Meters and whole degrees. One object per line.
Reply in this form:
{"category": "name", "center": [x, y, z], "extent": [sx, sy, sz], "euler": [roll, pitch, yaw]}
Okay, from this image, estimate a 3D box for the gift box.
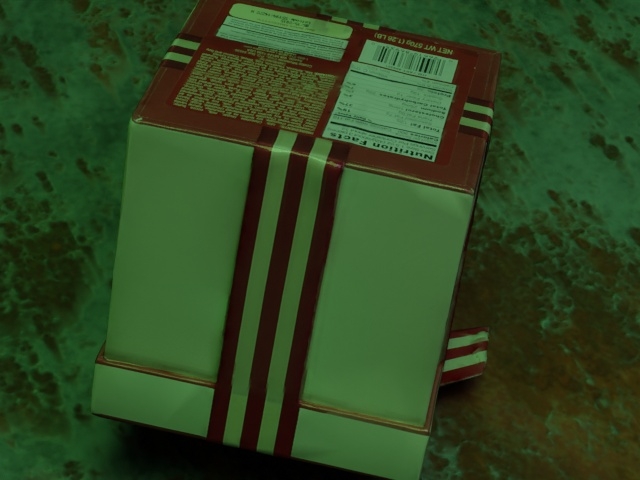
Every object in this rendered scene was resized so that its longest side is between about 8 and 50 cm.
{"category": "gift box", "center": [0.000, 0.000, 1.319], "extent": [0.255, 0.258, 0.276], "euler": [15, 29, 8]}
